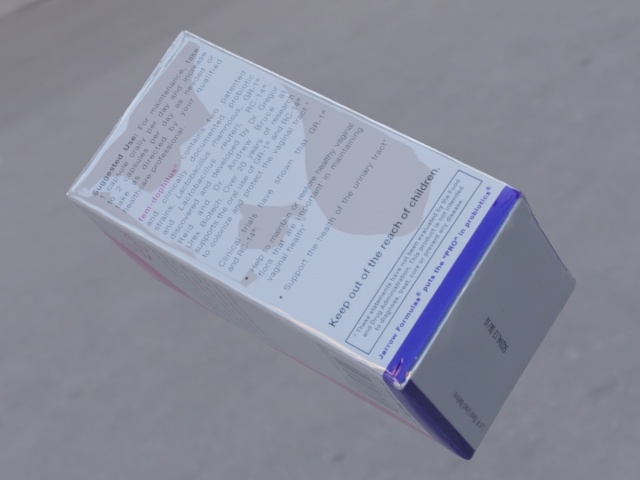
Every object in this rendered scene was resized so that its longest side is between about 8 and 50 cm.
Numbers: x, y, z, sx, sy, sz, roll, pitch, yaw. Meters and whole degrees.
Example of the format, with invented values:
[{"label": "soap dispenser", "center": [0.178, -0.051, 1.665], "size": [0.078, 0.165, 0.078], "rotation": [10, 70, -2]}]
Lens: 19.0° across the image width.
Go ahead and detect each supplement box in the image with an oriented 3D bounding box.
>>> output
[{"label": "supplement box", "center": [0.000, 0.000, 0.962], "size": [0.220, 0.111, 0.114], "rotation": [27, 78, 30]}]
